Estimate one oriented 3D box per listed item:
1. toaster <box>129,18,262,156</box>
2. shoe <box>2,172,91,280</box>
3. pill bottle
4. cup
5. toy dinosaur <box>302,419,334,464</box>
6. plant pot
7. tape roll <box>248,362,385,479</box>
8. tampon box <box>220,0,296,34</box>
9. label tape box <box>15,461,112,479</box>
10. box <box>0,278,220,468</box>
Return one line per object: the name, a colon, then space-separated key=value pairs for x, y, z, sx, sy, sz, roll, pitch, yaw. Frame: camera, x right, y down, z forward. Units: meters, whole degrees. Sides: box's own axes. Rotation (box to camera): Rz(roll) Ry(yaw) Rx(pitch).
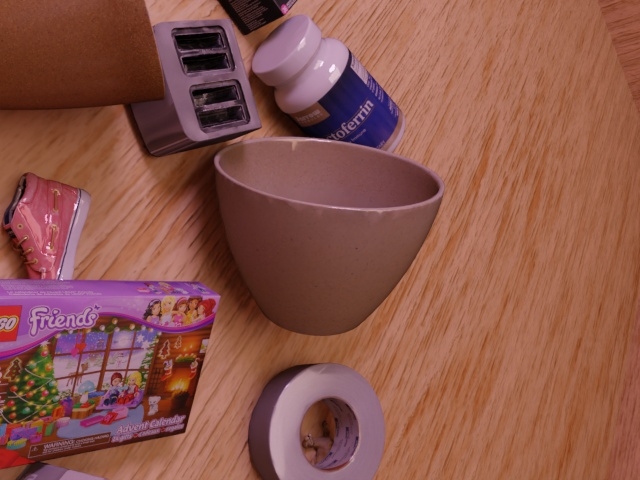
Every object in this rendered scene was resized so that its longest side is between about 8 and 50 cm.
toaster: x=-0.187 y=-0.217 z=0.853 sx=0.186 sy=0.110 sz=0.168 roll=-24 pitch=102 yaw=-45
shoe: x=-0.333 y=0.010 z=0.707 sx=0.081 sy=0.063 sz=0.178 roll=24 pitch=65 yaw=-38
pill bottle: x=0.016 y=-0.249 z=1.043 sx=0.265 sy=0.153 sz=0.153 roll=39 pitch=58 yaw=-36
cup: x=0.000 y=0.000 z=0.914 sx=0.331 sy=0.331 sz=0.237 roll=-20 pitch=126 yaw=-46
toy dinosaur: x=0.032 y=0.376 z=1.064 sx=0.092 sy=0.053 sz=0.183 roll=-49 pitch=112 yaw=-22
plant pot: x=-0.320 y=-0.231 z=0.623 sx=0.254 sy=0.237 sz=0.237 roll=-20 pitch=101 yaw=-16
tape roll: x=-0.002 y=0.308 z=0.971 sx=0.219 sy=0.072 sz=0.219 roll=9 pitch=74 yaw=-31
tampon box: x=-0.111 y=-0.441 z=0.969 sx=0.161 sy=0.101 sz=0.120 roll=50 pitch=51 yaw=-30
label tape box: x=-0.174 y=0.363 z=0.615 sx=0.249 sy=0.348 sz=0.115 roll=59 pitch=43 yaw=-23
box: x=-0.270 y=0.147 z=0.702 sx=0.293 sy=0.057 sz=0.201 roll=5 pitch=105 yaw=-46
